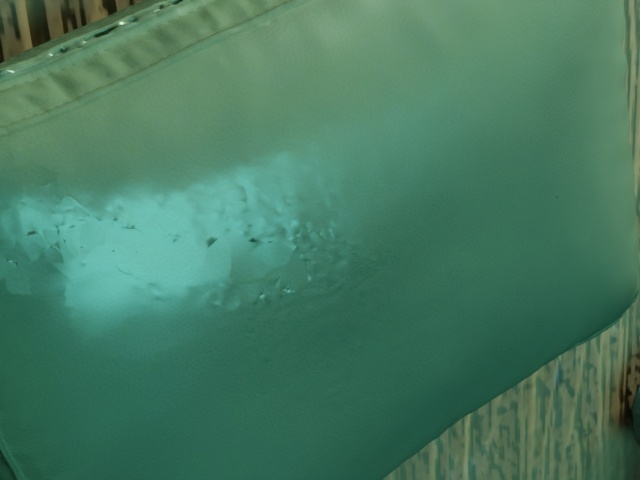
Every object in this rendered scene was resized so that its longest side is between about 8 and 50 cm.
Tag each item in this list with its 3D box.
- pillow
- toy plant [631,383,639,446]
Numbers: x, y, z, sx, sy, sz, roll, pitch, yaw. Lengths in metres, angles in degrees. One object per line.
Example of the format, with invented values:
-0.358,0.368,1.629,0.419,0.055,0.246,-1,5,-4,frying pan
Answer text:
0.000,0.000,0.570,0.322,0.120,0.255,-31,127,-25,pillow
0.323,0.105,0.834,0.247,0.247,0.332,30,97,-43,toy plant
